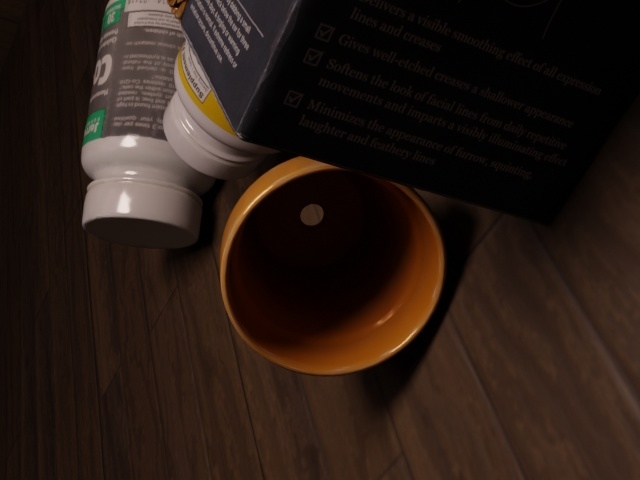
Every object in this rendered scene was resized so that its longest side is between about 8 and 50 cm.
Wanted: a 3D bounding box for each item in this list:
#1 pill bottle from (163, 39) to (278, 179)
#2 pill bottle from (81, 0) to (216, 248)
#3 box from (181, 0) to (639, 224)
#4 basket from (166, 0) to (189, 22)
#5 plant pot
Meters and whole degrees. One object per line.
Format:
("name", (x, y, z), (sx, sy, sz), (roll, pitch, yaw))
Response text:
("pill bottle", (-0.058, -0.225, 1.060), (0.334, 0.188, 0.188), (-47, 41, 42))
("pill bottle", (-0.250, -0.182, 1.358), (0.204, 0.204, 0.361), (-21, 60, 56))
("box", (0.115, -0.251, 0.662), (0.395, 0.293, 0.212), (-61, 33, 24))
("basket", (-0.109, -0.454, 1.222), (0.213, 0.223, 0.299), (-7, 49, 27))
("plant pot", (0.000, 0.000, 0.879), (0.188, 0.205, 0.205), (-114, 44, -68))
